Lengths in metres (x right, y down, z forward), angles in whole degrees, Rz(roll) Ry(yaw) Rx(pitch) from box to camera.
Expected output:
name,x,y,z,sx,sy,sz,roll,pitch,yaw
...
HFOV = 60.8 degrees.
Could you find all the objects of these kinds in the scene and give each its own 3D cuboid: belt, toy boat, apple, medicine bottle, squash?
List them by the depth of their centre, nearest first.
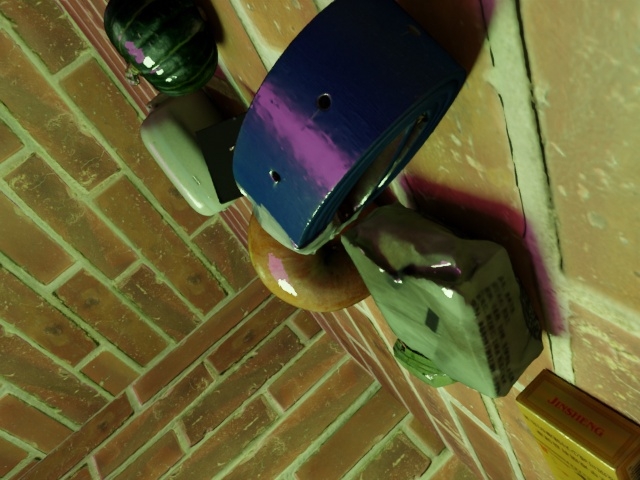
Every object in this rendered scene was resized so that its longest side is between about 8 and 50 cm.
name,x,y,z,sx,sy,sz,roll,pitch,yaw
belt,0.022,-0.099,0.578,0.117,0.212,0.347,46,164,5
apple,0.000,0.000,0.939,0.253,0.254,0.253,47,168,13
squash,-0.277,-0.354,0.957,0.218,0.173,0.218,158,90,-84
medicine bottle,-0.277,-0.221,1.261,0.282,0.123,0.375,55,-169,-23
toy boat,0.267,0.332,1.459,0.093,0.055,0.293,49,169,-14

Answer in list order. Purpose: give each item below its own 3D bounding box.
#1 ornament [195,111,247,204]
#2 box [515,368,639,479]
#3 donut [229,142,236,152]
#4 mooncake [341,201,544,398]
name,x,y,z,sx,sy,sz,roll,pitch,yaw
ornament,-0.132,-0.173,1.144,0.196,0.167,0.153,-28,-82,-82
box,0.425,0.341,0.845,0.274,0.076,0.174,56,168,-32
donut,-0.057,-0.159,0.874,0.085,0.141,0.217,43,180,-21
mooncake,0.170,0.070,0.760,0.250,0.136,0.254,30,153,54
